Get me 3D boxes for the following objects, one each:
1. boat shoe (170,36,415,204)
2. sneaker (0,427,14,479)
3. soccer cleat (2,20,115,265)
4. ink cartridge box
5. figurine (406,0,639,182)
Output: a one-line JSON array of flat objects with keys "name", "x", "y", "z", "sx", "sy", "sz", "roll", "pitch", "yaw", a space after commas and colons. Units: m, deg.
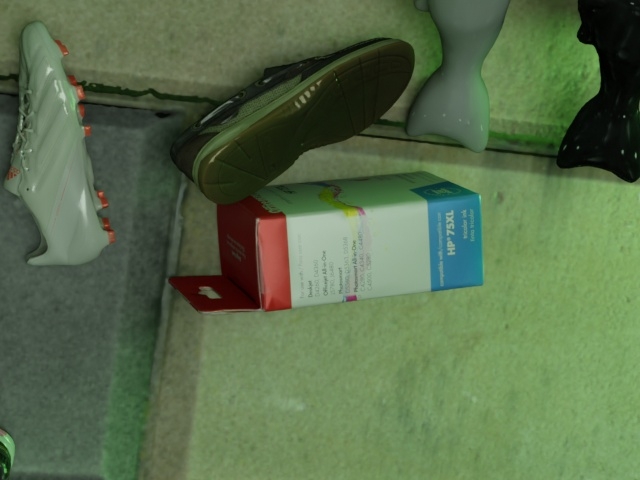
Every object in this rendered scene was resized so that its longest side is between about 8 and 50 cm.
[{"name": "boat shoe", "x": -0.023, "y": -0.110, "z": 1.435, "sx": 0.223, "sy": 0.073, "sz": 0.080, "roll": -34, "pitch": 140, "yaw": -25}, {"name": "sneaker", "x": -0.305, "y": 0.227, "z": 1.411, "sx": 0.072, "sy": 0.077, "sz": 0.178, "roll": 30, "pitch": 91, "yaw": -18}, {"name": "soccer cleat", "x": -0.215, "y": -0.071, "z": 1.393, "sx": 0.076, "sy": 0.068, "sz": 0.196, "roll": -14, "pitch": 106, "yaw": -11}, {"name": "ink cartridge box", "x": 0.000, "y": 0.000, "z": 1.431, "sx": 0.231, "sy": 0.134, "sz": 0.078, "roll": -6, "pitch": 102, "yaw": -16}, {"name": "figurine", "x": 0.173, "y": -0.143, "z": 1.431, "sx": 0.215, "sy": 0.092, "sz": 0.209, "roll": 12, "pitch": 134, "yaw": 8}]
